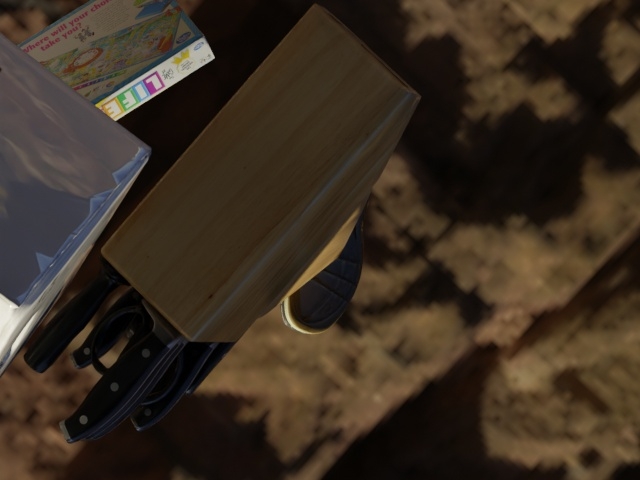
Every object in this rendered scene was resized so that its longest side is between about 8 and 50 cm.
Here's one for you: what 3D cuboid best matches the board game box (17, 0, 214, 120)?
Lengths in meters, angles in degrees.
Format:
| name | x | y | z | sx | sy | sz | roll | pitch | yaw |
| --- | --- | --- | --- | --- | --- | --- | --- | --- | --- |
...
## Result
| name | x | y | z | sx | sy | sz | roll | pitch | yaw |
| --- | --- | --- | --- | --- | --- | --- | --- | --- | --- |
| board game box | -0.169 | -0.133 | 1.481 | 0.154 | 0.026 | 0.103 | -32 | -130 | -5 |

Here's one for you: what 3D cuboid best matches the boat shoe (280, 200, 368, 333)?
| name | x | y | z | sx | sy | sz | roll | pitch | yaw |
| --- | --- | --- | --- | --- | --- | --- | --- | --- | --- |
| boat shoe | 0.000 | 0.000 | 1.408 | 0.049 | 0.056 | 0.152 | -24 | -136 | 55 |

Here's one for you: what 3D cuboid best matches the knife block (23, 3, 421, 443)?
| name | x | y | z | sx | sy | sz | roll | pitch | yaw |
| --- | --- | --- | --- | --- | --- | --- | --- | --- | --- |
| knife block | -0.076 | 0.006 | 1.255 | 0.242 | 0.088 | 0.276 | -38 | 165 | -35 |

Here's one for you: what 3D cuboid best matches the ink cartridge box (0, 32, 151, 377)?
| name | x | y | z | sx | sy | sz | roll | pitch | yaw |
| --- | --- | --- | --- | --- | --- | --- | --- | --- | --- |
| ink cartridge box | -0.268 | -0.059 | 1.069 | 0.131 | 0.306 | 0.226 | -55 | -176 | -28 |
